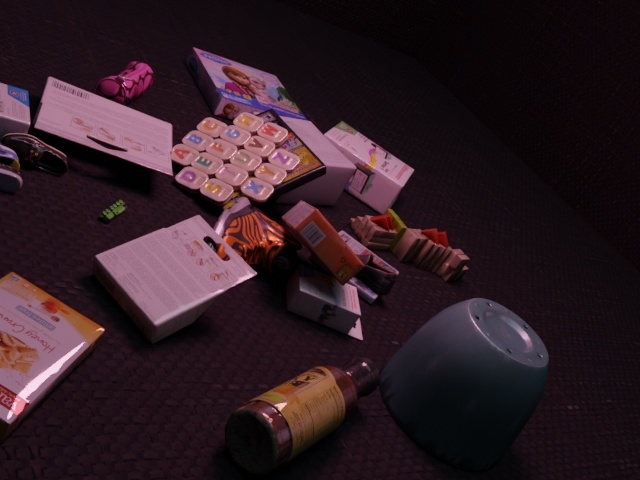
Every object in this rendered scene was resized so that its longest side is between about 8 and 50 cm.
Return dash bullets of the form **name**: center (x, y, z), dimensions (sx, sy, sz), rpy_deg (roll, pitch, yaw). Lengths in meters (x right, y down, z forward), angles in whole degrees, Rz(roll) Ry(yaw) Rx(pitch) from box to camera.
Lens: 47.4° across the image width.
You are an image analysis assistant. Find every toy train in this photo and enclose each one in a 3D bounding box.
- **toy train**: center (-0.406, -0.057, 1.435), dimensions (0.023, 0.017, 0.083), rpy_deg (41, 26, -5)

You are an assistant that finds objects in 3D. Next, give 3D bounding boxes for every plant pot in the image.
- **plant pot**: center (0.297, 0.256, 1.418), dimensions (0.293, 0.235, 0.293), rpy_deg (25, 27, -14)

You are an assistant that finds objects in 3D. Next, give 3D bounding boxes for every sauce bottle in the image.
- **sauce bottle**: center (-0.013, 0.271, 1.197), dimensions (0.111, 0.111, 0.344), rpy_deg (42, 26, 20)

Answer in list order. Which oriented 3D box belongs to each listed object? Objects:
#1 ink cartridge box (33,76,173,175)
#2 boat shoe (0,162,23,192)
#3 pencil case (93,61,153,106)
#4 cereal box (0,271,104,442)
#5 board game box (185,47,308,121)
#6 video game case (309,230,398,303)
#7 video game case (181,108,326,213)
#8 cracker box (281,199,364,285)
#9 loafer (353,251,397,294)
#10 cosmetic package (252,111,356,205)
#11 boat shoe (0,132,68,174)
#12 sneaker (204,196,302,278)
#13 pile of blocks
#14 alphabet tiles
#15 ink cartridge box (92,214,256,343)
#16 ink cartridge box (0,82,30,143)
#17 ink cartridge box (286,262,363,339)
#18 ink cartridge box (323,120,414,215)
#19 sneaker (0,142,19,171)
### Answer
- **ink cartridge box**: center (-0.474, -0.230, 1.603), dimensions (0.296, 0.066, 0.261), rpy_deg (19, 29, -24)
- **boat shoe**: center (-0.607, -0.128, 1.309), dimensions (0.142, 0.049, 0.040), rpy_deg (25, 20, -29)
- **pencil case**: center (-0.488, -0.394, 1.836), dimensions (0.095, 0.098, 0.209), rpy_deg (28, 26, -8)
- **cereal box**: center (-0.435, 0.151, 1.008), dimensions (0.173, 0.047, 0.240), rpy_deg (32, 26, -1)
- **board game box**: center (-0.228, -0.457, 2.264), dimensions (0.318, 0.066, 0.318), rpy_deg (11, 33, -37)
- **video game case**: center (0.085, 0.060, 1.765), dimensions (0.183, 0.023, 0.201), rpy_deg (37, 25, 9)
- **video game case**: center (-0.167, -0.189, 1.744), dimensions (0.275, 0.035, 0.248), rpy_deg (-27, 56, -22)
- **cracker box**: center (0.000, 0.000, 1.552), dimensions (0.156, 0.067, 0.232), rpy_deg (49, -1, -11)
- **loafer**: center (0.103, 0.054, 1.695), dimensions (0.170, 0.061, 0.062), rpy_deg (35, 26, 7)
- **cosmetic package**: center (-0.069, -0.212, 1.934), dimensions (0.224, 0.138, 0.225), rpy_deg (0, 39, -47)
- **boat shoe**: center (-0.554, -0.169, 1.419), dimensions (0.133, 0.049, 0.042), rpy_deg (25, 20, -39)
- **sneaker**: center (-0.133, 0.017, 1.483), dimensions (0.180, 0.124, 0.321), rpy_deg (30, 26, -2)
- **pile of blocks**: center (0.257, -0.010, 1.971), dimensions (0.362, 0.113, 0.149), rpy_deg (23, 28, -20)
- **alphabet tiles**: center (-0.204, -0.198, 1.712), dimensions (0.278, 0.021, 0.284), rpy_deg (26, 55, 18)
- **ink cartridge box**: center (-0.255, 0.060, 1.285), dimensions (0.224, 0.056, 0.181), rpy_deg (-26, 60, -41)
- **ink cartridge box**: center (-0.673, -0.258, 1.415), dimensions (0.190, 0.082, 0.140), rpy_deg (13, 32, -32)
- **ink cartridge box**: center (0.021, 0.129, 1.529), dimensions (0.181, 0.061, 0.104), rpy_deg (24, 27, -17)
- **ink cartridge box**: center (0.126, -0.219, 2.182), dimensions (0.278, 0.117, 0.201), rpy_deg (34, 26, 3)
- **sneaker**: center (-0.628, -0.165, 1.343), dimensions (0.144, 0.053, 0.059), rpy_deg (26, 24, -29)
